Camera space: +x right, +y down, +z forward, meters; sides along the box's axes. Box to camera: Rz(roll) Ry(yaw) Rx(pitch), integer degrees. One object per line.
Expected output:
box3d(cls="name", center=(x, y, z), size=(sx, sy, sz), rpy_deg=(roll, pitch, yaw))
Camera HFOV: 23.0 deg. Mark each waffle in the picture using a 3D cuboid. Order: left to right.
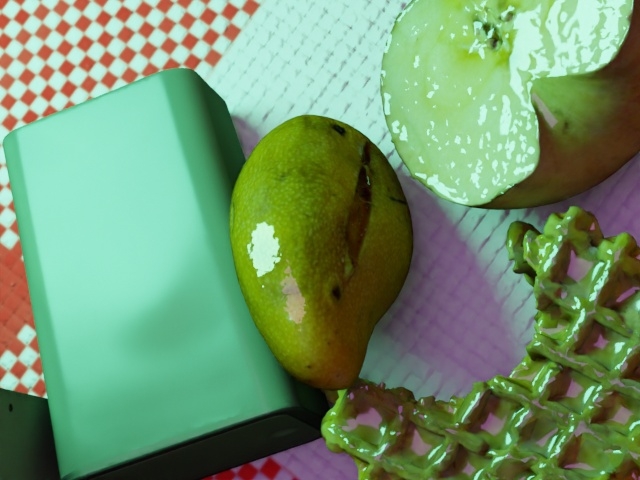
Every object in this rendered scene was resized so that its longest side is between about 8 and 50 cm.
box3d(cls="waffle", center=(0.170, 0.139, 1.327), size=(0.324, 0.151, 0.261), rpy_deg=(-41, 75, 8))

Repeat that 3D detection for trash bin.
box3d(cls="trash bin", center=(-0.148, 0.039, 1.431), size=(0.223, 0.158, 0.343), rpy_deg=(-20, 73, 10))

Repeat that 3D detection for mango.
box3d(cls="mango", center=(0.005, -0.004, 1.350), size=(0.120, 0.177, 0.295), rpy_deg=(-38, 26, 23))

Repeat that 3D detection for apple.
box3d(cls="apple", center=(0.201, -0.166, 1.363), size=(0.293, 0.163, 0.251), rpy_deg=(-54, 47, 25))

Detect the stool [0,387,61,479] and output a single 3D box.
box3d(cls="stool", center=(-0.361, 0.225, 1.390), size=(0.244, 0.270, 0.170), rpy_deg=(-5, 78, 15))
